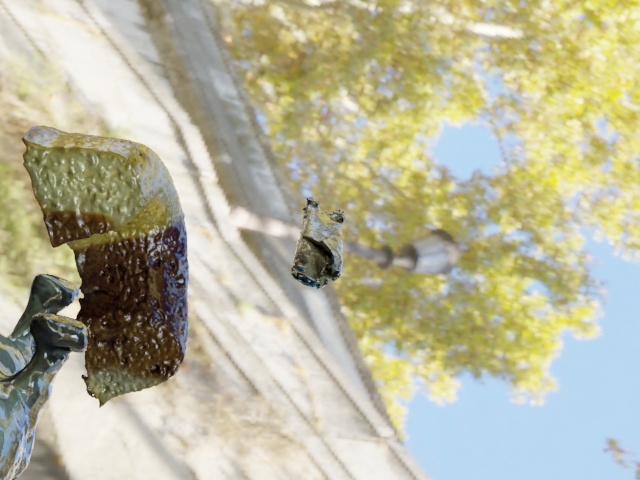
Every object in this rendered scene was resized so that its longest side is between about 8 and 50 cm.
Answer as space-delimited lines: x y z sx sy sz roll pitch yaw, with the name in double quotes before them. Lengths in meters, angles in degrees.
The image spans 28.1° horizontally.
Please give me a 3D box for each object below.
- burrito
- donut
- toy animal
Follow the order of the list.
"burrito" 0.000 0.002 1.355 0.171 0.051 0.042 -85 -173 -68
"donut" -0.189 0.006 1.269 0.112 0.151 0.295 -1 -64 14
"toy animal" -0.193 0.101 0.629 0.168 0.106 0.343 -57 -164 15
